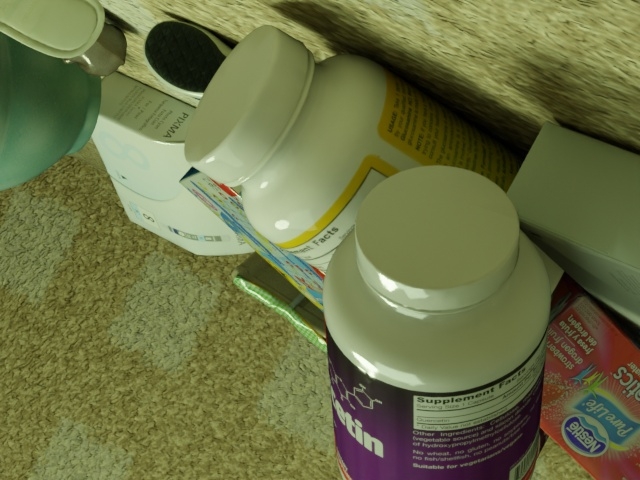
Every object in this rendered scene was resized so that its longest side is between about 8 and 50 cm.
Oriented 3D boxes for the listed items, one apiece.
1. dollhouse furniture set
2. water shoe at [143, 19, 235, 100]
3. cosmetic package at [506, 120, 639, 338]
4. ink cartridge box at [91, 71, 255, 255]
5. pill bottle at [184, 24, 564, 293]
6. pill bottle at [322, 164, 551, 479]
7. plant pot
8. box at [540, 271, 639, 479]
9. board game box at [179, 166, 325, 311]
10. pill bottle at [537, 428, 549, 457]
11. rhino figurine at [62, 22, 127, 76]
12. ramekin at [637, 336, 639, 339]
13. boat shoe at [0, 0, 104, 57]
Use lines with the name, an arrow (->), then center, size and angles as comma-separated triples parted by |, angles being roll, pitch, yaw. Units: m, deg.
dollhouse furniture set -> 0.020, 0.074, 2.035 | 0.197, 0.151, 0.301 | 32, -141, 12
water shoe -> -0.098, -0.169, 1.688 | 0.203, 0.073, 0.080 | 27, 177, 21
cosmetic package -> 0.354, 0.051, 1.347 | 0.284, 0.097, 0.377 | 23, 173, 35
ink cartridge box -> -0.158, -0.066, 2.370 | 0.385, 0.091, 0.308 | 28, 155, 25
pill bottle -> 0.052, -0.050, 1.436 | 0.334, 0.188, 0.188 | 31, 174, -23
pill bottle -> 0.095, 0.092, 1.305 | 0.181, 0.181, 0.323 | 26, 146, 24
plant pot -> -0.414, -0.201, 2.101 | 0.196, 0.293, 0.293 | -3, -164, -38
box -> 0.264, 0.136, 1.558 | 0.257, 0.122, 0.128 | 43, -170, -28
board game box -> 0.000, 0.000, 1.706 | 0.302, 0.086, 0.308 | 43, 173, -7
pill bottle -> 0.178, 0.161, 1.709 | 0.169, 0.301, 0.169 | 20, 136, 20
rhino figurine -> -0.327, -0.272, 1.876 | 0.243, 0.073, 0.106 | 34, 176, -36
ramekin -> 0.389, 0.165, 1.731 | 0.207, 0.207, 0.109 | 25, 164, 27
boat shoe -> -0.356, -0.287, 1.641 | 0.305, 0.109, 0.091 | 29, -167, -48
